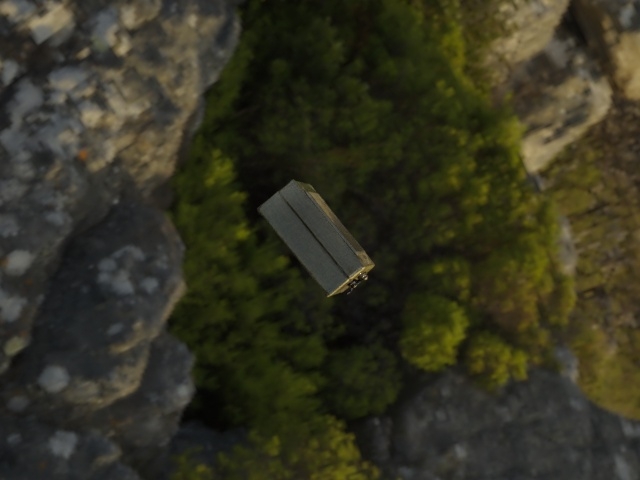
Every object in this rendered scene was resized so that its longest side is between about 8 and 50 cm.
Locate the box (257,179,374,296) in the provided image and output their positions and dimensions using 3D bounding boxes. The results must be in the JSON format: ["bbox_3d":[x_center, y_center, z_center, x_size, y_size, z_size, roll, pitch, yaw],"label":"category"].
[{"bbox_3d":[0.000,0.000,0.916,0.083,0.035,0.079,52,6,6],"label":"box"}]
